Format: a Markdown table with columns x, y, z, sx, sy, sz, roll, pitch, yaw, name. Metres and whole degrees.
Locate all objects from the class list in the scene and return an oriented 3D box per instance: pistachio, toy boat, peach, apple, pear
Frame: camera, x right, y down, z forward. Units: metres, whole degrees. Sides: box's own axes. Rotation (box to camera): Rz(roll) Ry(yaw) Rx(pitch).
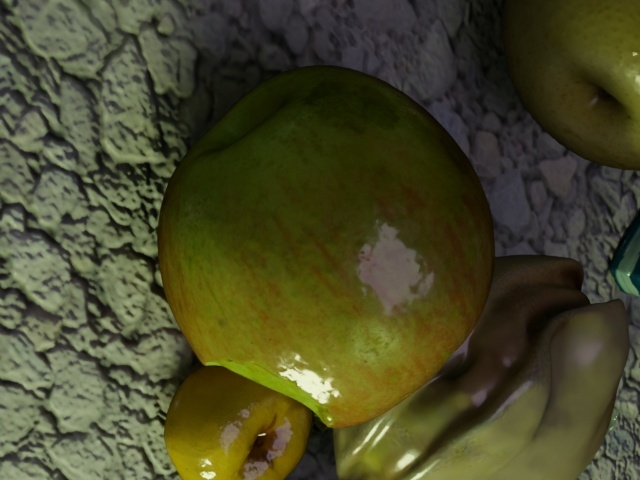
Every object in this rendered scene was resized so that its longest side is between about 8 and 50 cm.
| x | y | z | sx | sy | sz | roll | pitch | yaw | name |
| --- | --- | --- | --- | --- | --- | --- | --- | --- | --- |
| 0.182 | 0.168 | 1.942 | 0.365 | 0.281 | 0.445 | -45 | 166 | 13 | pistachio |
| 0.505 | -0.049 | 2.347 | 0.299 | 0.061 | 0.096 | -52 | 134 | -13 | toy boat |
| -0.088 | 0.203 | 1.867 | 0.179 | 0.103 | 0.179 | -21 | 125 | -33 | peach |
| 0.000 | 0.000 | 1.705 | 0.339 | 0.339 | 0.340 | -19 | 120 | -37 | apple |
| 0.376 | -0.253 | 1.943 | 0.348 | 0.348 | 0.348 | -19 | 120 | -37 | pear |

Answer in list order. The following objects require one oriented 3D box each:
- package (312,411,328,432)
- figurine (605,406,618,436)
| x | y | z | sx | sy | sz | roll | pitch | yaw | name |
| --- | --- | --- | --- | --- | --- | --- | --- | --- | --- |
| 0.003 | 0.145 | 1.944 | 0.108 | 0.031 | 0.121 | -73 | 161 | -62 | package |
| 0.349 | 0.232 | 2.316 | 0.086 | 0.094 | 0.082 | 9 | 61 | -72 | figurine |
